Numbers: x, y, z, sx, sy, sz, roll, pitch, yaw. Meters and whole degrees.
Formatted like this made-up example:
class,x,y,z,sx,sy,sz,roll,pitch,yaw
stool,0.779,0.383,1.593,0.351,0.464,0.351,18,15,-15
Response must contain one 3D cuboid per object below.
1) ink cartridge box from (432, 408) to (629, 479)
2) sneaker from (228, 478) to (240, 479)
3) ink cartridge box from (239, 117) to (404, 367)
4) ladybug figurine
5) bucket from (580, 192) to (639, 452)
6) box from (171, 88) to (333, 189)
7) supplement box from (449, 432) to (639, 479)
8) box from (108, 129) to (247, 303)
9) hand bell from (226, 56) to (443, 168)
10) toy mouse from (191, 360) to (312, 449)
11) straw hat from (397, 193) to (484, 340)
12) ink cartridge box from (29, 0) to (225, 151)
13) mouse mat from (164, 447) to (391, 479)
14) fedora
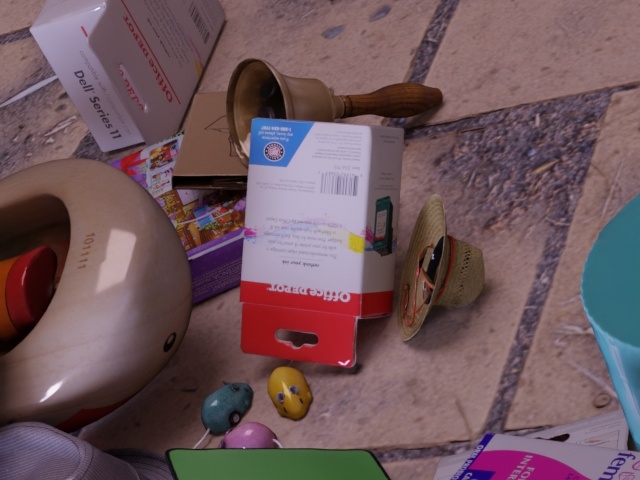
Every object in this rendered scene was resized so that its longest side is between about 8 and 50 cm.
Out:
class,x,y,z,sx,sy,sz,roll,pitch,yaw
ink cartridge box,0.164,0.223,1.384,0.181,0.056,0.225,-18,14,19
sneaker,-0.032,0.282,1.407,0.121,0.108,0.302,-9,25,-4
ink cartridge box,0.000,0.000,1.702,0.134,0.231,0.078,6,4,28
ladybug figurine,-0.292,0.080,1.786,0.449,0.162,0.305,-12,58,42
bucket,0.339,0.069,1.313,0.281,0.183,0.281,-21,32,14
box,-0.074,-0.115,1.965,0.164,0.021,0.201,0,33,6
supplement box,0.184,0.212,1.153,0.220,0.114,0.111,2,37,44
box,-0.140,-0.036,1.981,0.201,0.057,0.293,-23,32,7
hand bell,0.031,-0.149,1.916,0.242,0.126,0.126,-10,19,-32
toy mouse,-0.077,0.168,1.658,0.143,0.031,0.161,-26,31,7
straw hat,0.122,0.031,1.655,0.061,0.144,0.144,12,32,-11
ink cartridge box,-0.251,-0.262,2.253,0.119,0.207,0.353,-13,34,23
mouse mat,-0.029,0.205,1.471,0.189,0.007,0.152,1,15,-14
fedora,-0.258,0.250,1.600,0.275,0.124,0.244,-9,37,30
